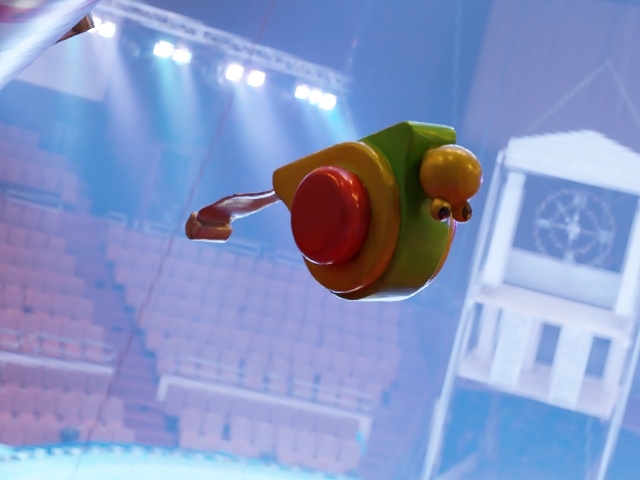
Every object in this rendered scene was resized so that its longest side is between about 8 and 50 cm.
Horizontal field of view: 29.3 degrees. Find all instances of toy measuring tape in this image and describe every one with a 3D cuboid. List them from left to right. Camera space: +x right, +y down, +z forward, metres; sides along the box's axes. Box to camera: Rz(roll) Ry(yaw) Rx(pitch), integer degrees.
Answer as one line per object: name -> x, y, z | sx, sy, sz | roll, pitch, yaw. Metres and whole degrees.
toy measuring tape -> 0.000, 0.000, 0.919 | 0.121, 0.121, 0.330 | 15, -21, -35

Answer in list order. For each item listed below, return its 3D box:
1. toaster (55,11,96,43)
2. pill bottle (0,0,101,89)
toaster -> -0.233, -0.154, 0.759 | 0.168, 0.110, 0.185 | -25, 13, -8
pill bottle -> -0.196, -0.125, 0.531 | 0.160, 0.160, 0.283 | 15, -24, -34
